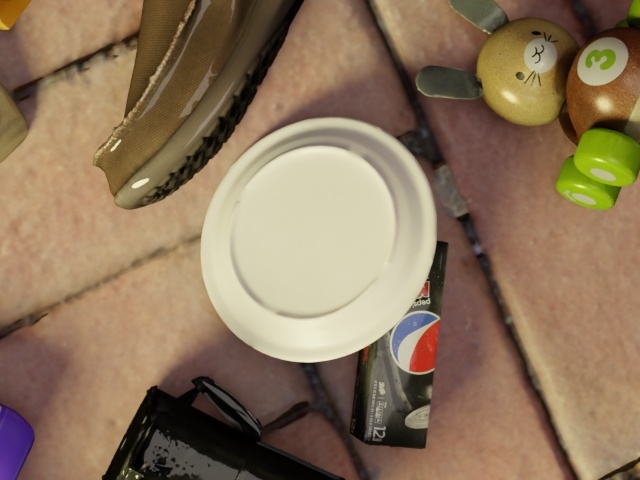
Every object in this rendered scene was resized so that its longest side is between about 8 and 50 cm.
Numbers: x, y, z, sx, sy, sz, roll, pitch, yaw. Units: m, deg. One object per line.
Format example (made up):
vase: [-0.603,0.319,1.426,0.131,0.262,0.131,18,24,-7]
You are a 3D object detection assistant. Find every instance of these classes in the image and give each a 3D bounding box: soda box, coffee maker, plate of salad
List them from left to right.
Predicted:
coffee maker: [-0.075,0.206,1.421,0.178,0.171,0.120,27,115,-7]
plate of salad: [0.000,0.000,1.458,0.200,0.048,0.199,-6,72,20]
soda box: [0.063,0.080,1.493,0.053,0.060,0.169,6,91,-11]

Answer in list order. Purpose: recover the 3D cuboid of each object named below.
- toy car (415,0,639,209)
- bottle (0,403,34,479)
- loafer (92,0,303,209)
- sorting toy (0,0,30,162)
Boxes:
toy car: [0.179,-0.137,1.472,0.188,0.149,0.155,22,76,2]
bottle: [-0.363,0.130,1.399,0.283,0.092,0.118,27,52,-10]
loafer: [-0.083,-0.193,1.436,0.130,0.134,0.366,30,82,1]
sorting toy: [-0.329,-0.101,1.381,0.347,0.047,0.196,-48,124,-31]
